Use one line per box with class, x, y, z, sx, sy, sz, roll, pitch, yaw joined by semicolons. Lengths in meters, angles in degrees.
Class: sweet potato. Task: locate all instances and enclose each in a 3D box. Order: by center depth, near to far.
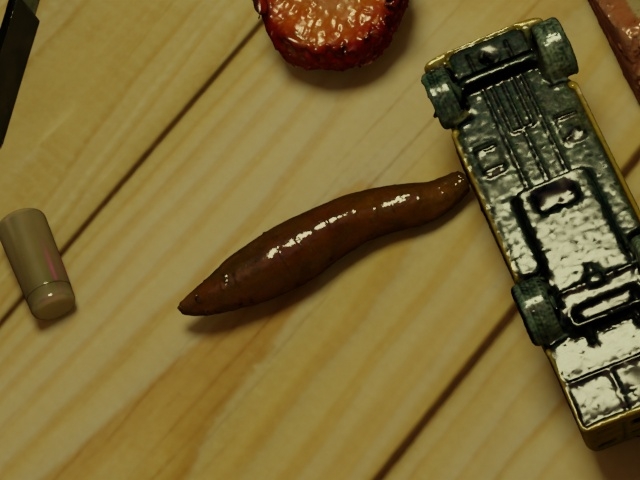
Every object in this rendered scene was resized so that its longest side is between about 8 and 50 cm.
sweet potato;-0.001;-0.001;1.271;0.265;0.057;0.057;-28;63;1

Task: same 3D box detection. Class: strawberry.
strawberry;0.014;-0.213;1.340;0.145;0.086;0.145;-7;65;14

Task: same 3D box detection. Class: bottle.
bottle;-0.247;0.021;1.334;0.045;0.045;0.096;-27;65;3

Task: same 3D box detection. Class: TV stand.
TV stand;-0.296;-0.214;1.447;0.040;0.049;0.256;5;69;18

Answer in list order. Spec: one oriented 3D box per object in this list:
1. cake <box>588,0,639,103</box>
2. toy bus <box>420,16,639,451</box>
cake;0.273;-0.231;1.279;0.109;0.090;0.225;-23;62;9
toy bus;0.190;-0.010;1.183;0.121;0.123;0.335;-23;63;5
